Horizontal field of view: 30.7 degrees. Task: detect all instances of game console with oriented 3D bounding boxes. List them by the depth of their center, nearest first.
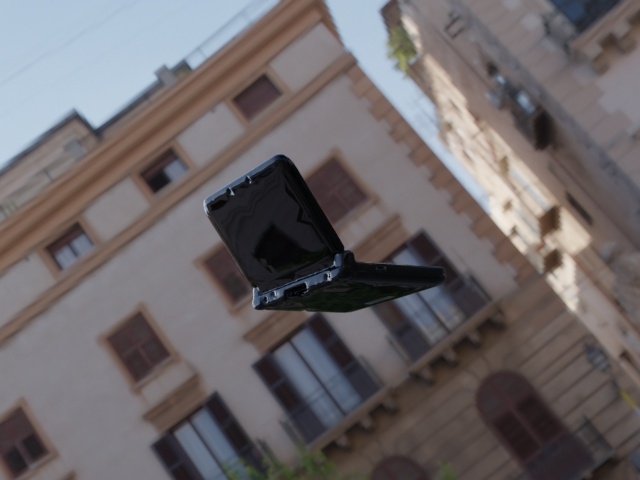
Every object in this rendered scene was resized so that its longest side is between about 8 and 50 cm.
[{"bbox_3d":[0.000,0.000,0.700,0.107,0.071,0.122,4,-13,-27],"label":"game console"}]
